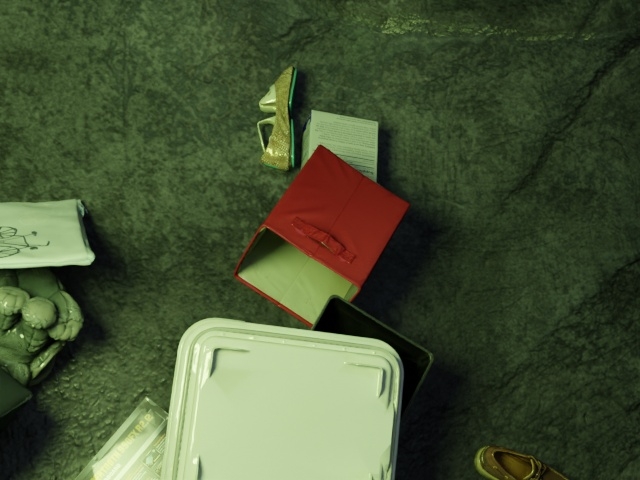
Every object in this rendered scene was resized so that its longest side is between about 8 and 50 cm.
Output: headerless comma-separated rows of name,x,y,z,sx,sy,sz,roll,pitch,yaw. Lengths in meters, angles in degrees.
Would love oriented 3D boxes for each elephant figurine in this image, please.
elephant figurine,-0.459,0.165,1.479,0.169,0.239,0.186,33,21,26

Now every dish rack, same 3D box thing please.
dish rack,-0.046,0.261,1.420,0.333,0.072,0.285,8,78,-8

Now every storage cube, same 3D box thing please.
storage cube,0.000,0.000,1.637,0.184,0.215,0.193,33,57,-1

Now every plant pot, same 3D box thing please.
plant pot,0.032,0.227,1.576,0.188,0.167,0.187,32,64,-3

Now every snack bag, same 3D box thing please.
snack bag,-0.503,-0.017,1.460,0.343,0.323,0.037,-1,106,-16

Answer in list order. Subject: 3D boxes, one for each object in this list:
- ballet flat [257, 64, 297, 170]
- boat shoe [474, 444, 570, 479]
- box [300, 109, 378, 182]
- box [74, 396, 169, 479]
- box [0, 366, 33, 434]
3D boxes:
ballet flat,-0.077,-0.220,1.779,0.067,0.073,0.206,1,64,0
boat shoe,0.342,0.387,1.660,0.178,0.060,0.064,25,65,-6
box,0.032,-0.146,1.775,0.126,0.072,0.137,9,66,-13
box,-0.254,0.370,1.447,0.183,0.056,0.231,36,72,10
box,-0.600,0.237,1.316,0.296,0.183,0.294,38,96,1
